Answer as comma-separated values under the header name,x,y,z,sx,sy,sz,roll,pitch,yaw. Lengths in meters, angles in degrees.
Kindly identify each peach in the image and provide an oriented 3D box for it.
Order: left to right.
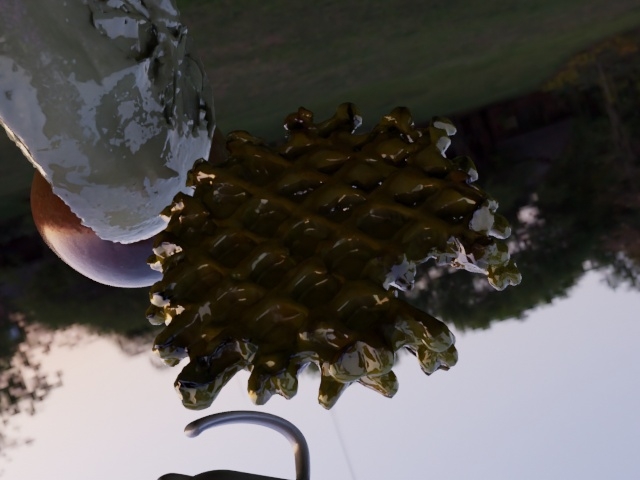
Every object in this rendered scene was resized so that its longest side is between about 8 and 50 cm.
name,x,y,z,sx,sy,sz,roll,pitch,yaw
peach,-0.221,-0.059,1.293,0.252,0.252,0.252,-18,-175,2

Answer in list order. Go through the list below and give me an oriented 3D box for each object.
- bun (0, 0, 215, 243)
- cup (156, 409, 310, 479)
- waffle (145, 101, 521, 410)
name,x,y,z,sx,sy,sz,roll,pitch,yaw
bun,-0.168,-0.137,0.765,0.146,0.287,0.287,-30,-175,-3
cup,-0.067,0.235,0.863,0.142,0.174,0.134,17,-177,-22
waffle,0.000,0.000,0.655,0.228,0.051,0.232,-15,-133,2
